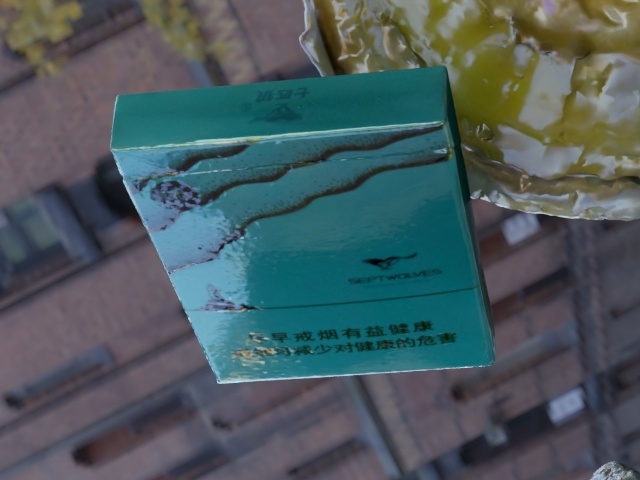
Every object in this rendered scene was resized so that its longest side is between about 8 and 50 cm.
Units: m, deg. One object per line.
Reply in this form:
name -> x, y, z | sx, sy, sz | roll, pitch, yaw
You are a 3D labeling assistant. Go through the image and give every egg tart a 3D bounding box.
egg tart -> 0.136, -0.161, 0.910 | 0.315, 0.315, 0.120 | 63, 177, 4

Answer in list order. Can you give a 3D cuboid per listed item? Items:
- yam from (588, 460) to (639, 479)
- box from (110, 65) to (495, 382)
yam -> 0.311, 0.292, 1.493 | 0.259, 0.093, 0.093 | 42, -175, -19
box -> 0.000, 0.000, 0.917 | 0.226, 0.161, 0.042 | 72, -164, -55
